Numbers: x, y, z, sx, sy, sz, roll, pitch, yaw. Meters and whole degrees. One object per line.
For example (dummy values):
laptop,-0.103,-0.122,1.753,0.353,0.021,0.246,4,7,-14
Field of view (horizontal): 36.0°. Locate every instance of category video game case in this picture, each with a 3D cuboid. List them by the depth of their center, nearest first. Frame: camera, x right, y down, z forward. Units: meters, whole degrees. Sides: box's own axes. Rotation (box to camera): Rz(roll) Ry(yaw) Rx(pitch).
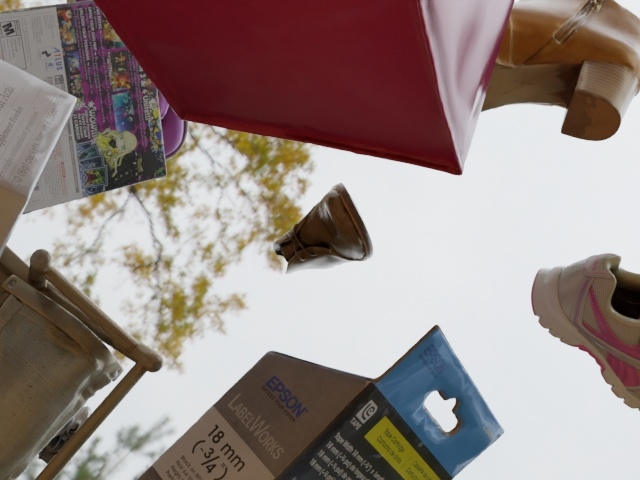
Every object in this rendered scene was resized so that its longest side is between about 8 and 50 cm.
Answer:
video game case,-0.290,-0.167,1.181,0.041,0.210,0.232,15,-64,45

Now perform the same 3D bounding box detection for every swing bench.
swing bench,-0.322,0.137,0.918,0.165,0.253,0.254,49,-19,-24

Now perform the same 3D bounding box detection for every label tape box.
label tape box,-0.010,0.217,0.891,0.106,0.333,0.241,41,-9,39

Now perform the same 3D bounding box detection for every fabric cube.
fabric cube,0.009,-0.235,0.711,0.259,0.258,0.254,13,-20,18

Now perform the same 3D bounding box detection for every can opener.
can opener,-0.424,0.259,1.306,0.283,0.076,0.095,-16,-54,26

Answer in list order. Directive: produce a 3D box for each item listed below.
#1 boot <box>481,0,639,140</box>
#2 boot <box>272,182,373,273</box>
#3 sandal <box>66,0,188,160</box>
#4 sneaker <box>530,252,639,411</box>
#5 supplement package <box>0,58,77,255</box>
boot,0.193,-0.214,1.023,0.295,0.211,0.104,22,-48,5
boot,0.000,0.000,1.459,0.305,0.115,0.112,123,-56,-76
sandal,-0.298,-0.271,1.512,0.102,0.169,0.416,52,-19,45
sneaker,0.361,0.107,1.113,0.252,0.103,0.111,36,-38,-16
supplement package,-0.373,-0.077,0.767,0.292,0.178,0.175,26,-60,-16
